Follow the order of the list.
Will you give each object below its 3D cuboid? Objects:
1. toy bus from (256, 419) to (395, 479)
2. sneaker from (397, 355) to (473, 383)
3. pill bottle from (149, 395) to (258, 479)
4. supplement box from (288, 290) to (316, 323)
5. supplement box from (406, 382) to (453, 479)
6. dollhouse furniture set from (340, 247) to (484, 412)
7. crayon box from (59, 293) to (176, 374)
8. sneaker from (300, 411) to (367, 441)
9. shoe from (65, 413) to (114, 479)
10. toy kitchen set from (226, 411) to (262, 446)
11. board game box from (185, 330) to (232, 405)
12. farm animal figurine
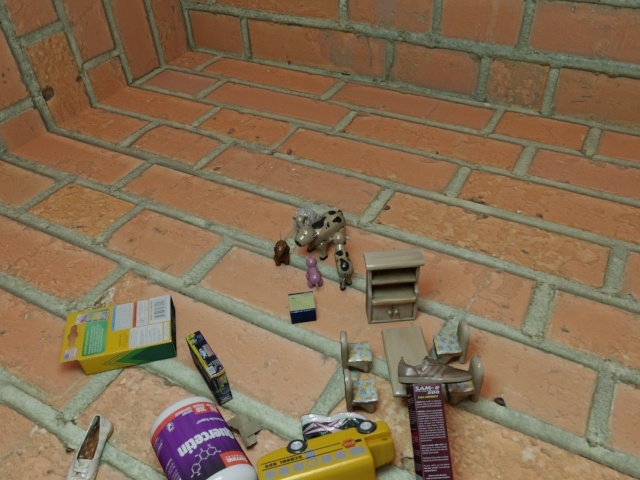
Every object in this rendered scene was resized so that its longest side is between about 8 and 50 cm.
[{"bbox_3d":[0.020,0.542,1.289,0.333,0.108,0.130,-12,19,-9],"label":"toy bus"},{"bbox_3d":[0.291,0.327,1.366,0.189,0.066,0.071,-1,73,-1],"label":"sneaker"},{"bbox_3d":[-0.269,0.543,1.285,0.182,0.181,0.323,-26,46,-24],"label":"pill bottle"},{"bbox_3d":[-0.059,0.216,1.739,0.084,0.056,0.083,-7,41,-4],"label":"supplement box"},{"bbox_3d":[0.261,0.469,1.295,0.073,0.130,0.239,-4,72,0],"label":"supplement box"},{"bbox_3d":[0.234,0.248,1.530,0.363,0.256,0.394,-5,41,-1],"label":"dollhouse furniture set"},{"bbox_3d":[-0.619,0.293,1.673,0.323,0.083,0.203,-10,41,-8],"label":"crayon box"},{"bbox_3d":[0.036,0.500,1.410,0.179,0.072,0.077,-7,52,9],"label":"sneaker"},{"bbox_3d":[-0.605,0.554,1.389,0.077,0.058,0.219,1,41,6],"label":"shoe"},{"bbox_3d":[-0.209,0.509,1.440,0.068,0.075,0.083,-3,62,-61],"label":"toy kitchen set"},{"bbox_3d":[-0.315,0.361,1.527,0.048,0.141,0.170,-27,46,-22],"label":"board game box"},{"bbox_3d":[0.000,0.000,1.895,0.331,0.172,0.326,16,44,21],"label":"farm animal figurine"}]
